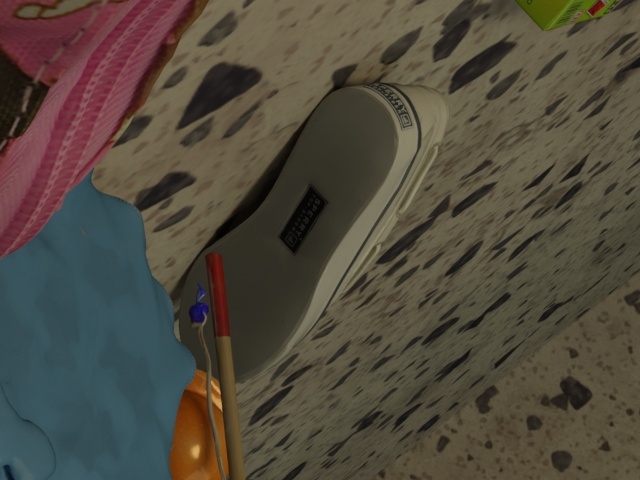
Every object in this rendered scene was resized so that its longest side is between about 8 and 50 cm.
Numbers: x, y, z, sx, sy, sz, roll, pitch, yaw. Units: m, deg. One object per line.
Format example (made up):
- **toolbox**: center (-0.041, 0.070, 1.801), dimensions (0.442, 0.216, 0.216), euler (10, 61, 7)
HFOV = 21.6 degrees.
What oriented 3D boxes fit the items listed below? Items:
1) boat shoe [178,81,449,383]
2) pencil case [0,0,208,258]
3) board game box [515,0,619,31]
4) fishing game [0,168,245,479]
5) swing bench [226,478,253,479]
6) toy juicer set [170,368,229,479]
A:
- **boat shoe**: center (0.000, 0.000, 1.096), dimensions (0.084, 0.095, 0.258), euler (-14, 153, -50)
- **pencil case**: center (-0.044, -0.128, 0.282), dimensions (0.160, 0.167, 0.386), euler (15, 149, -27)
- **board game box**: center (0.204, -0.214, 1.056), dimensions (0.092, 0.043, 0.181), euler (-22, 158, -51)
- **fishing game**: center (-0.113, 0.044, 0.709), dimensions (0.041, 0.189, 0.264), euler (-19, 157, 25)
- **swing bench**: center (-0.218, 0.186, 0.975), dimensions (0.253, 0.165, 0.255), euler (-46, 164, 27)
- **toy juicer set**: center (-0.173, 0.109, 0.764), dimensions (0.329, 0.209, 0.089), euler (-21, 148, -54)
